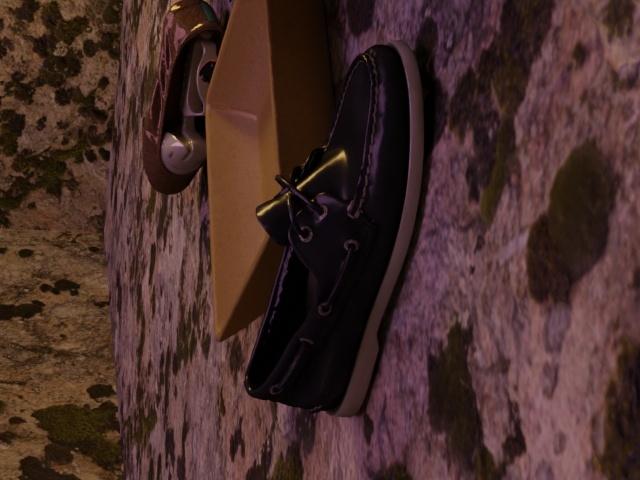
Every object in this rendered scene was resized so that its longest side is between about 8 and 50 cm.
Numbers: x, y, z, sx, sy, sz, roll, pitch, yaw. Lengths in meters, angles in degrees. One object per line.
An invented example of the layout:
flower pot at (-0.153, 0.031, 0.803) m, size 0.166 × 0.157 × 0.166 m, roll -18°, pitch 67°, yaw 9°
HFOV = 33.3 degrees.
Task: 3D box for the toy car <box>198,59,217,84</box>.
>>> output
toy car at (-0.155, -0.211, 1.576) m, size 0.040 × 0.060 × 0.122 m, roll -56°, pitch -8°, yaw -52°

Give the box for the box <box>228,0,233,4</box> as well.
box at (-0.076, -0.381, 1.345) m, size 0.225 × 0.036 × 0.137 m, roll -175°, pitch 88°, yaw -73°

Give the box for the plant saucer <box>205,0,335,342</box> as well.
plant saucer at (-0.054, -0.098, 1.147) m, size 0.333 × 0.080 × 0.333 m, roll 121°, pitch 149°, yaw -59°

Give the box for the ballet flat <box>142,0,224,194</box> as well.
ballet flat at (-0.207, -0.208, 1.704) m, size 0.124 × 0.116 × 0.343 m, roll 42°, pitch 126°, yaw 46°

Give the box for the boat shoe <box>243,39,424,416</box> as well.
boat shoe at (-0.001, -0.002, 0.880) m, size 0.127 × 0.113 × 0.340 m, roll -110°, pitch 27°, yaw -54°
